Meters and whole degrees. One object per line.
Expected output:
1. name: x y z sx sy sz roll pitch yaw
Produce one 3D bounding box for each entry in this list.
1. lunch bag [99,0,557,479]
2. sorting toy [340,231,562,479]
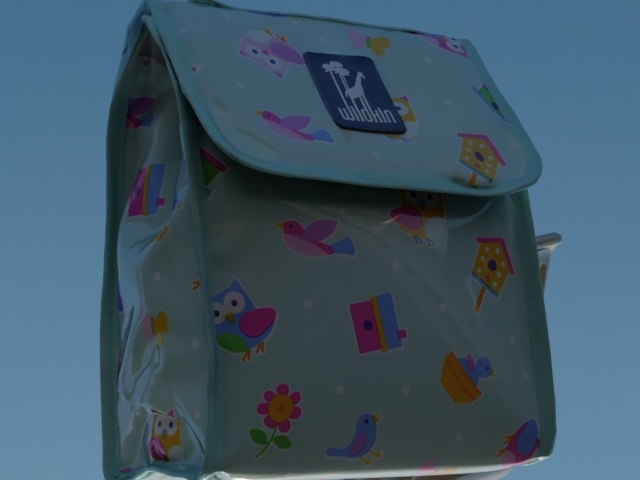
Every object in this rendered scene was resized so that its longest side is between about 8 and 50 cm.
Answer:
1. lunch bag: 0.000 0.000 1.062 0.223 0.160 0.262 3 -99 -29
2. sorting toy: 0.084 0.096 1.371 0.038 0.193 0.208 28 -64 38
